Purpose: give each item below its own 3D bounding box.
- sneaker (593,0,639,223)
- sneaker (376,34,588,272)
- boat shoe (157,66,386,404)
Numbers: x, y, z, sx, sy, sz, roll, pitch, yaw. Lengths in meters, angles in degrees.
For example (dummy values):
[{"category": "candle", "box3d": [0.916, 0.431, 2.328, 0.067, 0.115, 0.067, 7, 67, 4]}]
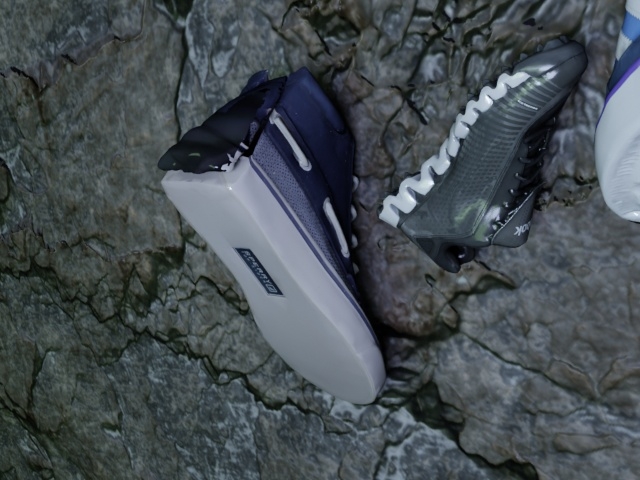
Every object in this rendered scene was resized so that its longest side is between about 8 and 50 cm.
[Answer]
[{"category": "sneaker", "box3d": [0.234, -0.171, 0.471, 0.130, 0.236, 0.322, 4, 156, 14]}, {"category": "sneaker", "box3d": [0.138, -0.052, 0.635, 0.106, 0.078, 0.234, 52, 139, 10]}, {"category": "boat shoe", "box3d": [0.000, 0.000, 0.770, 0.127, 0.158, 0.340, 8, 141, 37]}]
